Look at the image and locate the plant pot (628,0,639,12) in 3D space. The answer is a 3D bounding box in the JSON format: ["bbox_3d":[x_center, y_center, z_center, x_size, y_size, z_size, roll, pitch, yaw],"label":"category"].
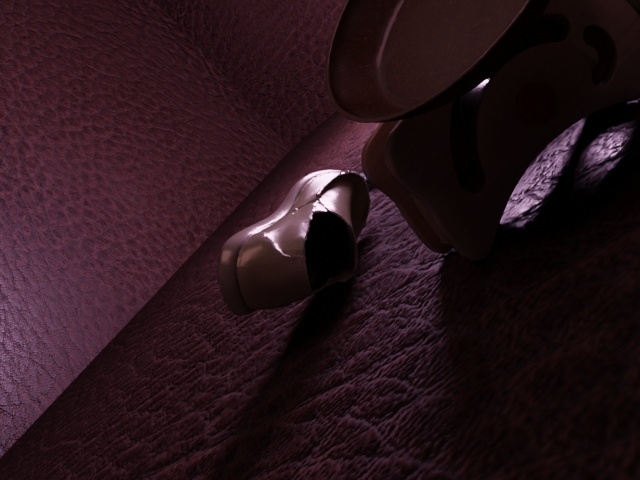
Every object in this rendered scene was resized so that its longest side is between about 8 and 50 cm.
[{"bbox_3d":[0.286,-0.219,0.592,0.083,0.083,0.079,-41,-2,10],"label":"plant pot"}]

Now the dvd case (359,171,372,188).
[{"bbox_3d":[0.083,-0.102,1.056,0.119,0.013,0.087,-35,13,35],"label":"dvd case"}]

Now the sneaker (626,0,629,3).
[{"bbox_3d":[0.227,-0.232,0.732,0.299,0.121,0.112,-41,12,7],"label":"sneaker"}]

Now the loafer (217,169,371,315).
[{"bbox_3d":[0.000,0.000,0.730,0.092,0.102,0.268,2,26,26],"label":"loafer"}]

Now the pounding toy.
[{"bbox_3d":[0.139,-0.116,0.559,0.270,0.154,0.155,-63,11,-3],"label":"pounding toy"}]

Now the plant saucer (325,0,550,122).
[{"bbox_3d":[0.081,-0.154,0.453,0.198,0.036,0.199,-34,42,37],"label":"plant saucer"}]
